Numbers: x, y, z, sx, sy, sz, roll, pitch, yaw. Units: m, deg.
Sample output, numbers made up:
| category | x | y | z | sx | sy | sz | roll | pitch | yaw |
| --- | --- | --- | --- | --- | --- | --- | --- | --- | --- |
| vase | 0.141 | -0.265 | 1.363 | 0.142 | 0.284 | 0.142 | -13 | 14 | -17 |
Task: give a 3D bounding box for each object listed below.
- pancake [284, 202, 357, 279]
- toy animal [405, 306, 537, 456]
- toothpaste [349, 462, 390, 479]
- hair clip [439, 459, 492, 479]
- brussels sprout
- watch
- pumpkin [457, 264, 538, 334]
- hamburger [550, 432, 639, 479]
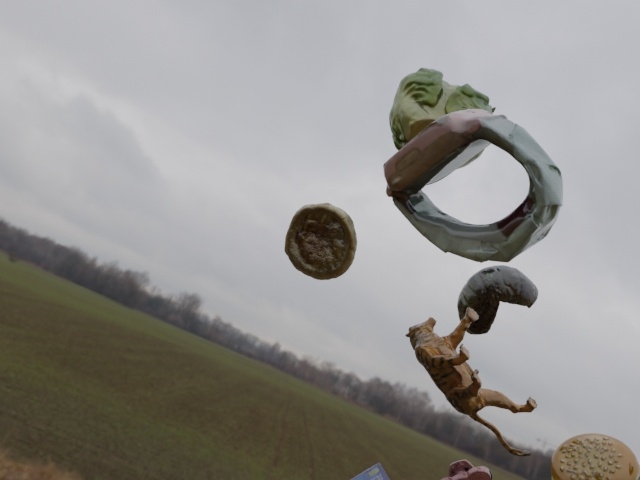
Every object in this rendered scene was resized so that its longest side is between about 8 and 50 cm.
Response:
| category | x | y | z | sx | sy | sz | roll | pitch | yaw |
| --- | --- | --- | --- | --- | --- | --- | --- | --- | --- |
| pancake | 0.000 | 0.000 | 1.103 | 0.139 | 0.139 | 0.022 | 18 | 9 | 25 |
| toy animal | 0.227 | 0.228 | 0.977 | 0.116 | 0.255 | 0.114 | -39 | -12 | 37 |
| toothpaste | 0.023 | 0.523 | 1.245 | 0.320 | 0.076 | 0.066 | -7 | 59 | -53 |
| hair clip | 0.324 | 0.557 | 1.400 | 0.123 | 0.138 | 0.102 | -17 | -9 | 10 |
| brussels sprout | 0.304 | -0.306 | 1.631 | 0.259 | 0.294 | 0.227 | 20 | -54 | 3 |
| watch | 0.254 | -0.077 | 1.038 | 0.253 | 0.162 | 0.241 | -39 | -103 | 44 |
| pumpkin | 0.376 | 0.118 | 1.424 | 0.107 | 0.183 | 0.119 | 51 | 6 | -28 |
| hamburger | 0.487 | 0.419 | 1.138 | 0.162 | 0.162 | 0.115 | 9 | -51 | 50 |
